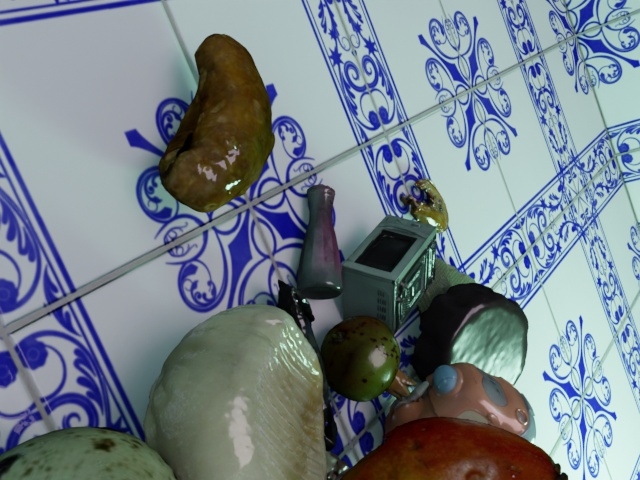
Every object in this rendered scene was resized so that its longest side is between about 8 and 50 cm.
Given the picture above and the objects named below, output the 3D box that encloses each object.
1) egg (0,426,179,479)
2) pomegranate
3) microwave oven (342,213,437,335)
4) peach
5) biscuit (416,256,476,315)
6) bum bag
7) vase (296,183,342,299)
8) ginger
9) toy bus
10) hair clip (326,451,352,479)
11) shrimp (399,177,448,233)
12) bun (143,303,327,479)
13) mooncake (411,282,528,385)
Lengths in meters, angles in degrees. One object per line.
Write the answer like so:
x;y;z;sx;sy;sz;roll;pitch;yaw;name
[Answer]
-0.291;0.386;0.756;0.287;0.287;0.380;38;64;-35;egg
0.091;0.230;1.335;0.205;0.159;0.159;38;52;-22;pomegranate
0.144;0.068;1.428;0.208;0.122;0.162;-45;141;-45;microwave oven
0.193;0.456;1.104;0.416;0.339;0.353;-17;76;-16;peach
0.291;0.125;1.671;0.252;0.052;0.150;28;59;-41;biscuit
-0.028;0.215;1.239;0.074;0.137;0.310;-13;91;-8;bum bag
0.000;0.000;1.359;0.086;0.086;0.214;25;57;-42;vase
-0.161;-0.179;1.163;0.172;0.165;0.321;41;46;-43;ginger
0.259;0.362;1.404;0.232;0.287;0.194;47;15;-15;toy bus
0.006;0.447;1.272;0.138;0.102;0.123;-51;120;-7;hair clip
0.250;-0.085;1.697;0.187;0.051;0.133;21;52;-52;shrimp
-0.124;0.283;1.026;0.365;0.219;0.366;-8;90;-70;bun
0.324;0.235;1.575;0.282;0.141;0.283;-7;103;-33;mooncake
